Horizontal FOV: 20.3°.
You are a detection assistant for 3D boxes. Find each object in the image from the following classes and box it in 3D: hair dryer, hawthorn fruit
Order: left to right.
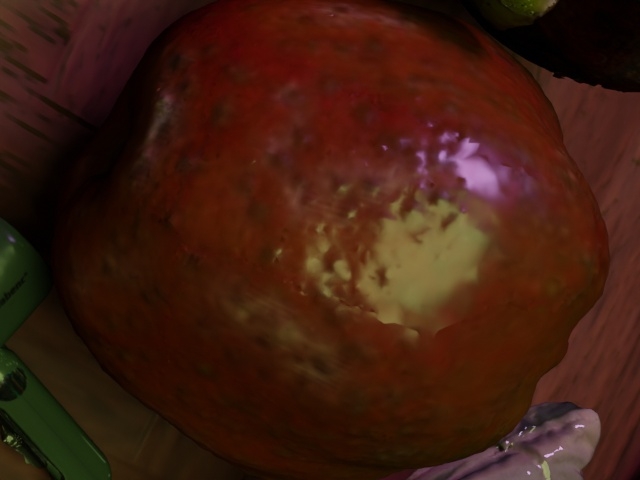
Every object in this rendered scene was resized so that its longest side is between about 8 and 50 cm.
[{"bbox_3d":[-0.103,0.060,0.632,0.071,0.047,0.150,-47,124,-17],"label":"hair dryer"},{"bbox_3d":[0.000,0.000,0.611,0.189,0.189,0.189,-6,101,-30],"label":"hawthorn fruit"}]

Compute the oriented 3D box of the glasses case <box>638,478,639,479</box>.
[{"bbox_3d":[0.301,0.052,0.809,0.336,0.076,0.144,-46,121,-1],"label":"glasses case"}]

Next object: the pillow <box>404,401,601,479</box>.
[{"bbox_3d":[0.036,0.203,0.694,0.173,0.067,0.270,-24,128,-31],"label":"pillow"}]

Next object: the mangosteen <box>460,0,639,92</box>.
[{"bbox_3d":[0.099,-0.132,0.631,0.180,0.166,0.166,1,98,-40],"label":"mangosteen"}]
